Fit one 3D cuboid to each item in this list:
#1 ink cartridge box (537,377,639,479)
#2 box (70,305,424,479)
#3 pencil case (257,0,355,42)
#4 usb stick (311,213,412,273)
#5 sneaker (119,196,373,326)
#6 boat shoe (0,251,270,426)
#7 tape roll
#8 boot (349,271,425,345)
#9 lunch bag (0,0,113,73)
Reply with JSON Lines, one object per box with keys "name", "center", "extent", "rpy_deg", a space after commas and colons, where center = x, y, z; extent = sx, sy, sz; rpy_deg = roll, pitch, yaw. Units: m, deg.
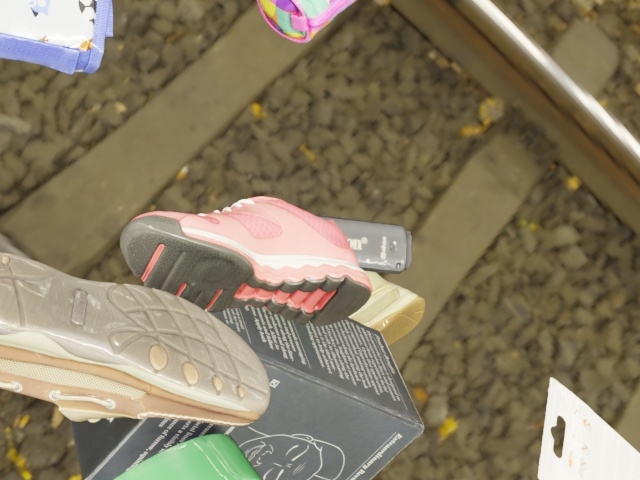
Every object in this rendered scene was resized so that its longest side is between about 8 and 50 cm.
{"name": "ink cartridge box", "center": [0.275, 0.248, 1.350], "extent": [0.179, 0.045, 0.145], "rpy_deg": [39, 38, -16]}
{"name": "box", "center": [-0.108, 0.229, 1.870], "extent": [0.395, 0.293, 0.212], "rpy_deg": [27, 25, -35]}
{"name": "pencil case", "center": [0.032, -0.328, 1.519], "extent": [0.236, 0.104, 0.104], "rpy_deg": [-42, 89, -17]}
{"name": "usb stick", "center": [0.000, 0.000, 1.863], "extent": [0.278, 0.045, 0.077], "rpy_deg": [7, 71, -23]}
{"name": "sneaker", "center": [-0.091, 0.008, 1.511], "extent": [0.314, 0.116, 0.136], "rpy_deg": [14, 45, -32]}
{"name": "boat shoe", "center": [-0.207, 0.112, 1.260], "extent": [0.324, 0.116, 0.123], "rpy_deg": [21, 35, -12]}
{"name": "tape roll", "center": [-0.219, 0.368, 1.633], "extent": [0.321, 0.321, 0.077], "rpy_deg": [-22, 64, -40]}
{"name": "boot", "center": [0.023, 0.122, 2.295], "extent": [0.262, 0.095, 0.203], "rpy_deg": [-30, 48, -28]}
{"name": "lunch bag", "center": [-0.444, -0.364, 1.680], "extent": [0.328, 0.239, 0.385], "rpy_deg": [8, 38, -22]}
